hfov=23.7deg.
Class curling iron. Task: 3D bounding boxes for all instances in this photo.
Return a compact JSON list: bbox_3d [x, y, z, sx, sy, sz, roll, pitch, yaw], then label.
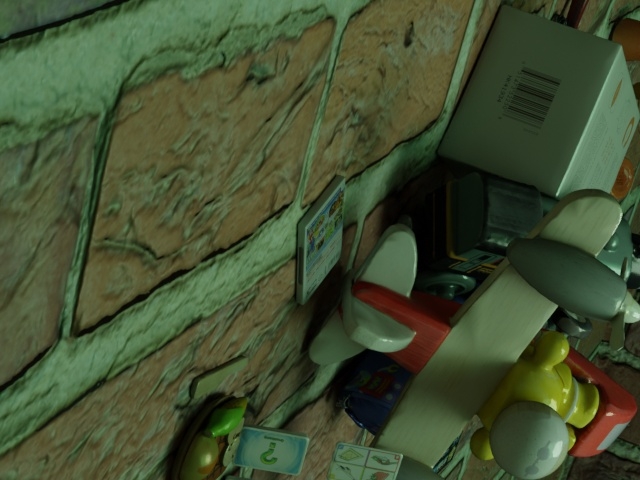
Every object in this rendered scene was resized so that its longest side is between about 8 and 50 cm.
[{"bbox_3d":[0.389,-0.378,2.231,0.274,0.035,0.068,-63,161,-13],"label":"curling iron"}]

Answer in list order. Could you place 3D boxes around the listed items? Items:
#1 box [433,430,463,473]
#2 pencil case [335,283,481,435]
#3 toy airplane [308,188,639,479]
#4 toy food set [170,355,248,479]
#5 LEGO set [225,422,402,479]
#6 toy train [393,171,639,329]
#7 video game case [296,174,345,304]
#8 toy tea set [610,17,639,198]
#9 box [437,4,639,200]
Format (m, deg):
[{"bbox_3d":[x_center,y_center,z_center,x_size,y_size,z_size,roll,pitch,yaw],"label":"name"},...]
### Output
[{"bbox_3d":[0.181,0.294,2.410,0.220,0.051,0.175,-24,134,-64],"label":"box"},{"bbox_3d":[0.134,0.127,1.976,0.119,0.133,0.306,54,54,-35],"label":"pencil case"},{"bbox_3d":[0.182,0.152,1.713,0.384,0.272,0.386,-18,129,-7],"label":"toy airplane"},{"bbox_3d":[-0.108,0.217,1.531,0.132,0.038,0.192,-24,134,-64],"label":"toy food set"},{"bbox_3d":[0.010,0.307,1.662,0.060,0.244,0.182,-105,-151,-67],"label":"LEGO set"},{"bbox_3d":[0.257,0.013,1.887,0.190,0.334,0.142,-29,-128,55],"label":"toy train"},{"bbox_3d":[0.000,0.000,1.625,0.087,0.011,0.122,-52,156,-38],"label":"video game case"},{"bbox_3d":[0.490,-0.222,2.636,0.200,0.124,0.336,41,74,-40],"label":"toy tea set"},{"bbox_3d":[0.304,-0.145,2.056,0.215,0.168,0.345,-66,161,-4],"label":"box"}]
